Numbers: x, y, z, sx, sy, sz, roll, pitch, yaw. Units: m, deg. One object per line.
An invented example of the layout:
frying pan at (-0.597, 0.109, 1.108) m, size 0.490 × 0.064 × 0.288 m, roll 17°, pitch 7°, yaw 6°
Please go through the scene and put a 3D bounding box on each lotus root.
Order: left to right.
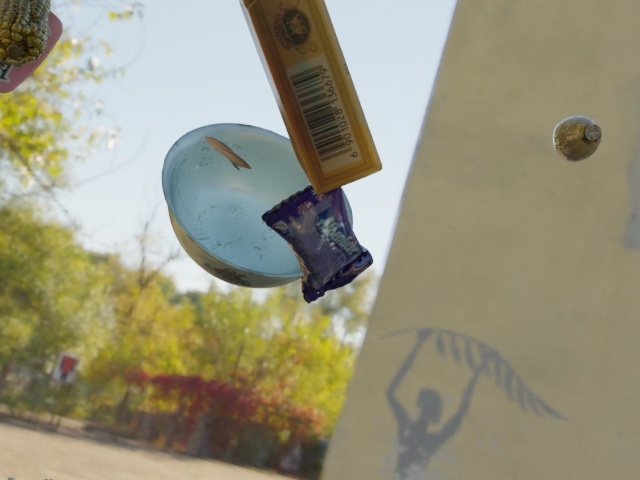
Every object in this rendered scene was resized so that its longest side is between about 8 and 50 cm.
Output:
lotus root at (0.404, -0.161, 1.751) m, size 0.073 × 0.062 × 0.150 m, roll 61°, pitch -8°, yaw 1°

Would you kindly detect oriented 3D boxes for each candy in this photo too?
candy at (0.000, 0.000, 1.879) m, size 0.070 × 0.145 × 0.275 m, roll 54°, pitch -7°, yaw 40°

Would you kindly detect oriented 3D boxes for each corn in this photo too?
corn at (-0.518, -0.429, 1.917) m, size 0.102 × 0.312 × 0.102 m, roll -5°, pitch -39°, yaw -4°

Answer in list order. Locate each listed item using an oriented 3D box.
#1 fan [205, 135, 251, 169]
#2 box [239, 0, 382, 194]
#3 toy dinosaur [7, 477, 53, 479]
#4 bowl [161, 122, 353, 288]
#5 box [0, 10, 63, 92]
fan at (-0.139, -0.129, 1.710) m, size 0.085 × 0.005 × 0.133 m, roll 33°, pitch -8°, yaw 11°
box at (-0.027, -0.199, 1.115) m, size 0.076 × 0.274 × 0.174 m, roll -21°, pitch 16°, yaw -2°
toy dinosaur at (-0.557, 0.445, 1.899) m, size 0.044 × 0.187 × 0.106 m, roll 61°, pitch 14°, yaw 25°
bowl at (-0.164, -0.034, 2.386) m, size 0.435 × 0.434 × 0.196 m, roll 18°, pitch -46°, yaw -14°
box at (-0.619, -0.404, 2.244) m, size 0.112 × 0.190 × 0.370 m, roll 43°, pitch 0°, yaw -19°
